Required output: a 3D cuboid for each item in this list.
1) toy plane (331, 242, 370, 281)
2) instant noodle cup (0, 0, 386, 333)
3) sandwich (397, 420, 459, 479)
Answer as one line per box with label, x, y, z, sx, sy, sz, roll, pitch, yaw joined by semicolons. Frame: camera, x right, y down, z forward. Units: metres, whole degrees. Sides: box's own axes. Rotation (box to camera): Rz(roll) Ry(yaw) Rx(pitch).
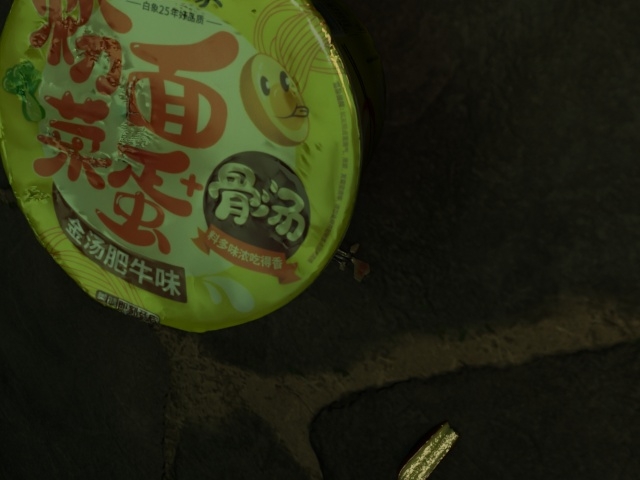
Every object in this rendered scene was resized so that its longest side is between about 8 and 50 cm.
toy plane;0.000;0.000;0.789;0.120;0.049;0.031;30;128;2
instant noodle cup;-0.082;-0.103;0.648;0.311;0.221;0.311;6;110;18
sandwich;0.113;0.230;0.816;0.031;0.083;0.044;44;174;6
